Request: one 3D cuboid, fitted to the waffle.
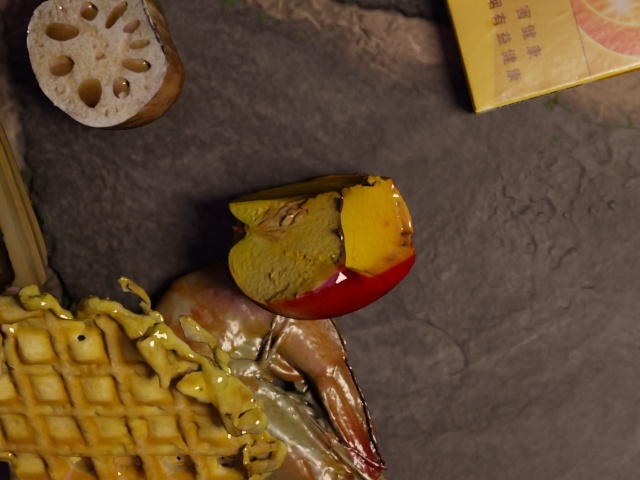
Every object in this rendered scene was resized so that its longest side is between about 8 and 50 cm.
[{"bbox_3d":[-0.167,0.154,0.837,0.280,0.060,0.262,33,123,-16],"label":"waffle"}]

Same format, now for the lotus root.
[{"bbox_3d":[-0.176,-0.150,0.880,0.112,0.081,0.122,-22,91,7],"label":"lotus root"}]

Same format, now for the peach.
[{"bbox_3d":[-0.001,0.003,0.853,0.151,0.118,0.151,-14,53,20],"label":"peach"}]

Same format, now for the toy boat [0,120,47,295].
[{"bbox_3d":[-0.339,-0.134,0.854,0.135,0.162,0.446,-25,91,2],"label":"toy boat"}]

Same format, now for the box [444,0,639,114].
[{"bbox_3d":[0.236,-0.210,0.858,0.269,0.043,0.153,-14,91,6],"label":"box"}]

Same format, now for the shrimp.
[{"bbox_3d":[-0.022,0.137,0.889,0.294,0.062,0.154,44,89,4],"label":"shrimp"}]
